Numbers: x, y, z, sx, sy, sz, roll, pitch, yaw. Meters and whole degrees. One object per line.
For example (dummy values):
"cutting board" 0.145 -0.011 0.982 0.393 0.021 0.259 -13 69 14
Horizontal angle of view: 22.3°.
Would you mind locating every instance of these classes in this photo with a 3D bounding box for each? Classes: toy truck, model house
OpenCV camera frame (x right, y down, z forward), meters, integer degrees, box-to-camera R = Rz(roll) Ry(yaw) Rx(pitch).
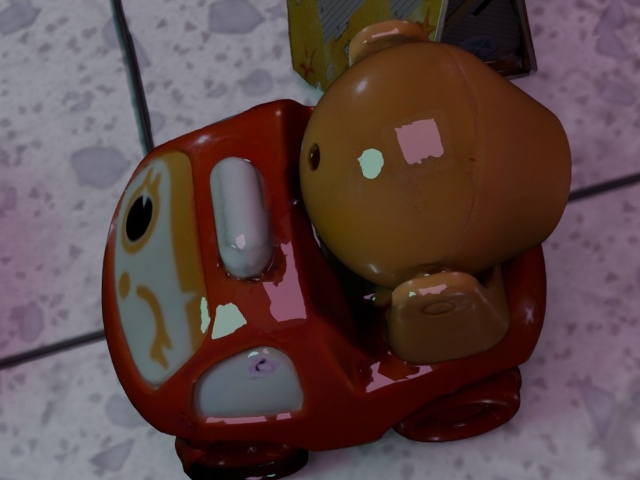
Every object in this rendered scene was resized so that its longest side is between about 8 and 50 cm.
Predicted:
"toy truck" 0.000 0.000 0.843 0.265 0.239 0.189 -12 65 6
"model house" 0.081 -0.168 0.963 0.136 0.207 0.219 6 62 -27
